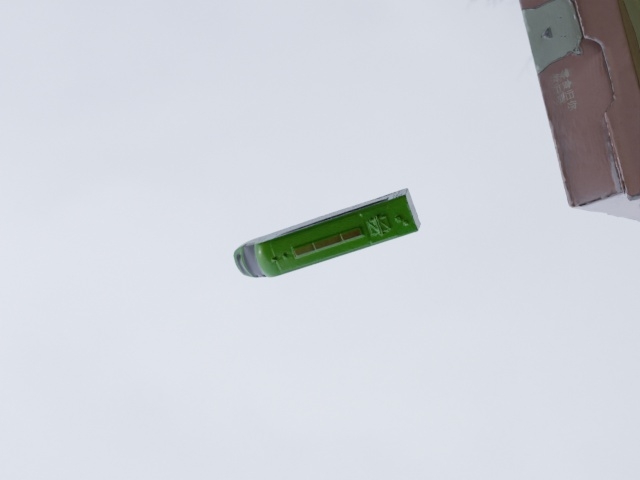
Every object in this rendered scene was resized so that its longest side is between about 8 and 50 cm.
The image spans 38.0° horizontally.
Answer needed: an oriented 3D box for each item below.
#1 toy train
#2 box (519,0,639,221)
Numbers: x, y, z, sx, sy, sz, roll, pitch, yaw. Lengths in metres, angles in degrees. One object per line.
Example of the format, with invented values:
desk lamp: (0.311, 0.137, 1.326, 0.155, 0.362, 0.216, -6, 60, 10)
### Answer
toy train: (0.000, 0.000, 0.988, 0.042, 0.209, 0.044, -57, -53, -73)
box: (0.281, -0.125, 0.828, 0.215, 0.086, 0.215, 3, -107, -49)
